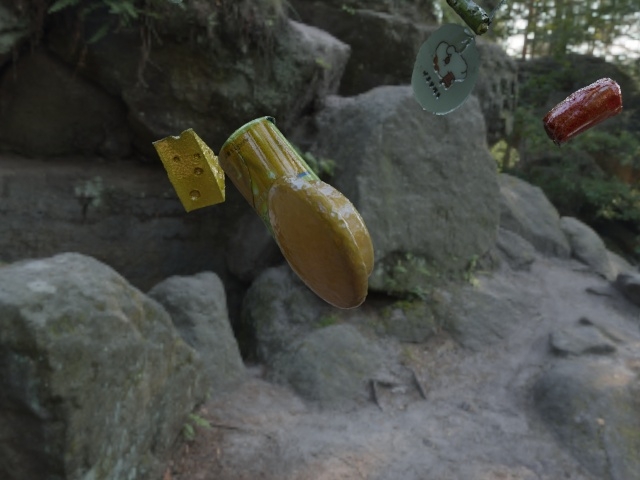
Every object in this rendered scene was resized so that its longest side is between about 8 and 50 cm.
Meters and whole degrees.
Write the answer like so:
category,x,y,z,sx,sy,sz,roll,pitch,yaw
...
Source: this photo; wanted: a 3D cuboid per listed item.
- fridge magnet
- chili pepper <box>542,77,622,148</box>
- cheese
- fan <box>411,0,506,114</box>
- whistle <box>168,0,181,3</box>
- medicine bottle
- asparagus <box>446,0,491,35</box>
category,x,y,z,sx,sy,sz,roll,pitch,yaw
fridge magnet,0.000,0.000,0.674,0.063,0.143,0.143,-33,27,-24
chili pepper,0.413,-0.203,1.120,0.123,0.070,0.073,-34,-30,12
cheese,-0.279,-0.167,1.519,0.093,0.171,0.126,-16,49,10
fan,0.294,-0.392,1.426,0.009,0.329,0.190,4,51,-37
whistle,-0.187,-0.366,0.910,0.253,0.101,0.106,39,-9,34
medicine bottle,-0.057,-0.078,1.157,0.239,0.124,0.124,52,30,14
asparagus,0.165,-0.322,0.914,0.036,0.030,0.165,-1,48,-36
